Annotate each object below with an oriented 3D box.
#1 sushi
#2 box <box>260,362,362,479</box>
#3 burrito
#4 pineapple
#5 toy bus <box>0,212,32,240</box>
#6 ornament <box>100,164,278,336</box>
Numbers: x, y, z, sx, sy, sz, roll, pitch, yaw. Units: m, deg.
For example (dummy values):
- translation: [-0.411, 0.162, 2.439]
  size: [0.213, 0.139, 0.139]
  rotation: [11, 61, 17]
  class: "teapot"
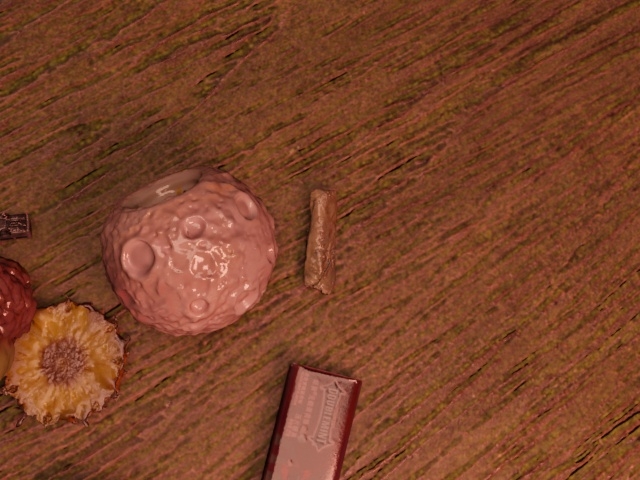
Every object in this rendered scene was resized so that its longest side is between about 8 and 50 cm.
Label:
- translation: [-0.545, 0.128, 1.437]
  size: [0.236, 0.171, 0.270]
  rotation: [31, 83, 12]
  class: "sushi"
- translation: [-0.018, 0.309, 1.521]
  size: [0.120, 0.069, 0.224]
  rotation: [16, 78, -3]
  class: "box"
- translation: [0.001, 0.000, 1.584]
  size: [0.051, 0.042, 0.171]
  rotation: [9, 84, -34]
  class: "burrito"
- translation: [-0.394, 0.191, 1.517]
  size: [0.221, 0.047, 0.221]
  rotation: [1, 78, -3]
  class: "pineapple"
- translation: [-0.515, -0.016, 1.532]
  size: [0.130, 0.052, 0.037]
  rotation: [-7, 77, -9]
  class: "toy bus"
- translation: [-0.187, 0.021, 1.462]
  size: [0.259, 0.259, 0.225]
  rotation: [-24, 109, -9]
  class: "ornament"
